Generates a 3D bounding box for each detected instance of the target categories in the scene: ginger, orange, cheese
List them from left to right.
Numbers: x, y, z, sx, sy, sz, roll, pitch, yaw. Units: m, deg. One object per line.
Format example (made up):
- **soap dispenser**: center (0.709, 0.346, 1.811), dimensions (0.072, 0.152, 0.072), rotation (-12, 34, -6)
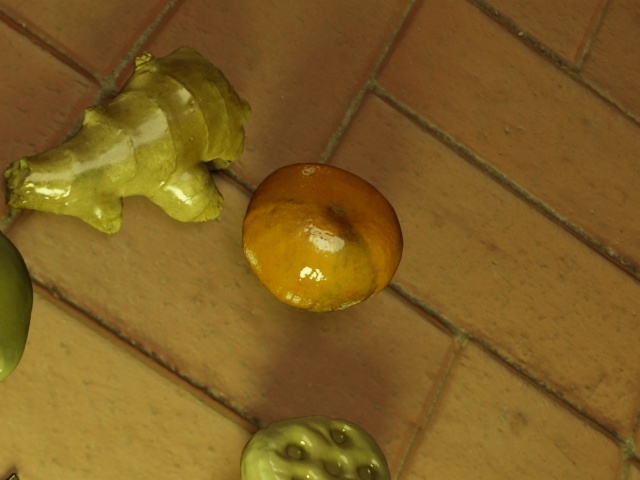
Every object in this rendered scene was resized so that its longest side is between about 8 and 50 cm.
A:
- **ginger**: center (-0.259, -0.112, 1.726), dimensions (0.375, 0.166, 0.236), rotation (-39, 124, -14)
- **cheese**: center (-0.010, 0.331, 1.590), dimensions (0.218, 0.117, 0.235), rotation (41, 38, 3)
- **orange**: center (0.000, 0.000, 1.747), dimensions (0.240, 0.171, 0.240), rotation (16, 45, -16)

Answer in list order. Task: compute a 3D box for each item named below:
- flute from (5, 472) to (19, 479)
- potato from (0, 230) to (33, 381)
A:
- **flute**: center (-0.446, 0.367, 1.410), dimensions (0.014, 0.014, 0.269), rotation (44, 53, -1)
- **potato**: center (-0.485, 0.097, 1.401), dimensions (0.326, 0.221, 0.243), rotation (-17, 72, -39)
